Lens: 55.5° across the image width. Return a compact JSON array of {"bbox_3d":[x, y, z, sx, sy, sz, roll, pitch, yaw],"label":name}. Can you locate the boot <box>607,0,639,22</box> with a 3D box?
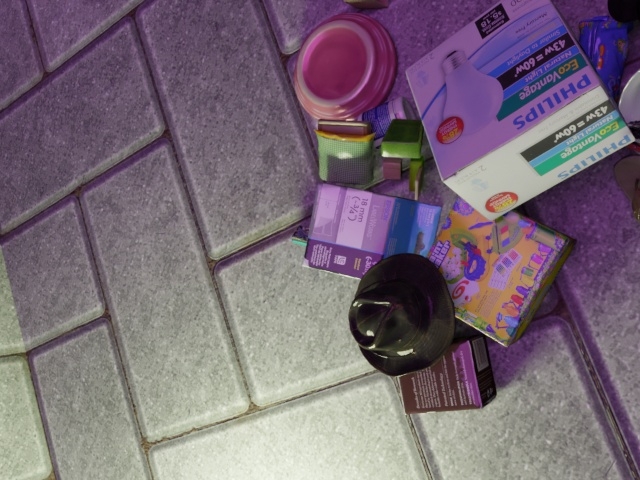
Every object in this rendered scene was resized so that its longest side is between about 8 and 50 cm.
[{"bbox_3d":[0.803,-0.505,1.278,0.281,0.264,0.096,-19,122,2],"label":"boot"}]

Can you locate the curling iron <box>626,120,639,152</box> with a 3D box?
[{"bbox_3d":[0.777,-0.179,1.321,0.274,0.068,0.035,38,62,23],"label":"curling iron"}]

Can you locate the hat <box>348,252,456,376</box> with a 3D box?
[{"bbox_3d":[0.159,0.181,1.492,0.331,0.134,0.331,-8,79,47],"label":"hat"}]

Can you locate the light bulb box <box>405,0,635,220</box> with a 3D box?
[{"bbox_3d":[0.423,-0.305,1.352,0.358,0.225,0.361,-33,49,28],"label":"light bulb box"}]

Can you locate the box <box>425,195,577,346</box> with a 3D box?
[{"bbox_3d":[0.427,0.060,1.513,0.279,0.177,0.289,32,104,25],"label":"box"}]

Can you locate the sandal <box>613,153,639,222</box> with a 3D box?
[{"bbox_3d":[0.767,-0.063,1.366,0.120,0.086,0.302,-41,70,49],"label":"sandal"}]

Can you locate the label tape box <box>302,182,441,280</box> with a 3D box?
[{"bbox_3d":[0.139,-0.014,1.670,0.334,0.106,0.240,12,95,15],"label":"label tape box"}]

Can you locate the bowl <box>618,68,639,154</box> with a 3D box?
[{"bbox_3d":[0.816,-0.292,1.305,0.298,0.297,0.134,36,60,24],"label":"bowl"}]

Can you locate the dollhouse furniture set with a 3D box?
[{"bbox_3d":[0.120,-0.209,1.622,0.302,0.151,0.197,5,126,13],"label":"dollhouse furniture set"}]

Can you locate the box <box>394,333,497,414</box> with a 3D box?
[{"bbox_3d":[0.323,0.342,1.565,0.203,0.168,0.166,-14,82,28],"label":"box"}]

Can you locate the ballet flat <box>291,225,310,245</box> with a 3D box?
[{"bbox_3d":[0.000,0.000,1.810,0.189,0.070,0.070,20,98,24],"label":"ballet flat"}]

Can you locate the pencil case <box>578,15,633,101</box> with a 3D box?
[{"bbox_3d":[0.650,-0.372,1.432,0.119,0.133,0.306,9,92,34],"label":"pencil case"}]

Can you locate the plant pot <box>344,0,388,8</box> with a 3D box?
[{"bbox_3d":[0.123,-0.723,1.742,0.096,0.109,0.109,-3,88,40],"label":"plant pot"}]

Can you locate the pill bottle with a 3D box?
[{"bbox_3d":[0.165,-0.317,1.699,0.187,0.112,0.111,-19,80,26],"label":"pill bottle"}]

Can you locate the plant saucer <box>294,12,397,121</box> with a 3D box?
[{"bbox_3d":[0.057,-0.507,1.779,0.332,0.084,0.331,-1,88,27],"label":"plant saucer"}]
